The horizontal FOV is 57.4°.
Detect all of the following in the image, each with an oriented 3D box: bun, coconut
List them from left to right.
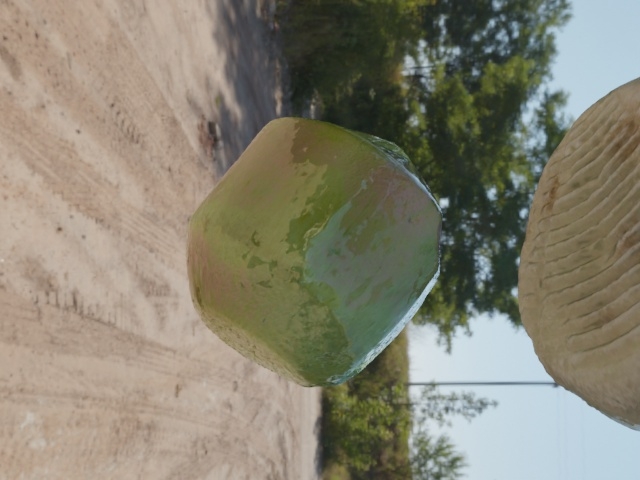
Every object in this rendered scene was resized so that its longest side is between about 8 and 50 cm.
[{"bbox_3d":[0.000,0.000,0.509,0.236,0.204,0.236,-52,175,-6],"label":"coconut"},{"bbox_3d":[0.337,0.004,0.551,0.354,0.194,0.354,-166,-90,-80],"label":"bun"}]
